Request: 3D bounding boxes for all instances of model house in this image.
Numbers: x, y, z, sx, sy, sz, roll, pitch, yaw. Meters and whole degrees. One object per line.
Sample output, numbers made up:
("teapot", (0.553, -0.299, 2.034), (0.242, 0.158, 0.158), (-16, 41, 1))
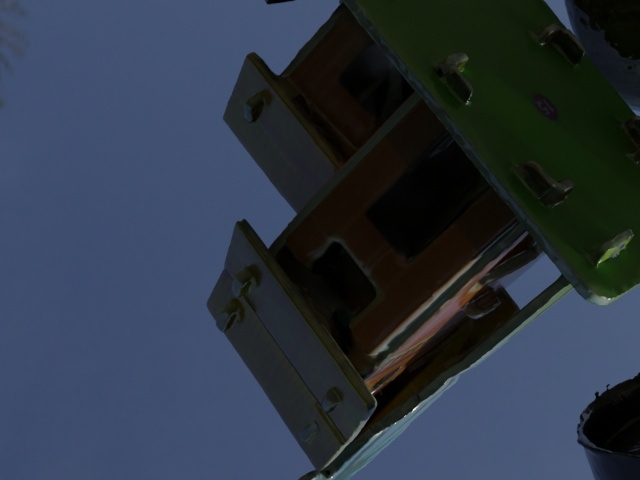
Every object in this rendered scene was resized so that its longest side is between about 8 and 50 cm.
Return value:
("model house", (0.000, 0.000, 1.012), (0.300, 0.323, 0.340), (51, -144, 11))

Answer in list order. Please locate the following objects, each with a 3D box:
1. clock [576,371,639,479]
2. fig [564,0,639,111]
("clock", (0.392, 0.135, 1.230), (0.386, 0.076, 0.386), (-14, -174, 2))
("fig", (0.310, -0.190, 1.171), (0.235, 0.203, 0.203), (-2, -154, 41))
